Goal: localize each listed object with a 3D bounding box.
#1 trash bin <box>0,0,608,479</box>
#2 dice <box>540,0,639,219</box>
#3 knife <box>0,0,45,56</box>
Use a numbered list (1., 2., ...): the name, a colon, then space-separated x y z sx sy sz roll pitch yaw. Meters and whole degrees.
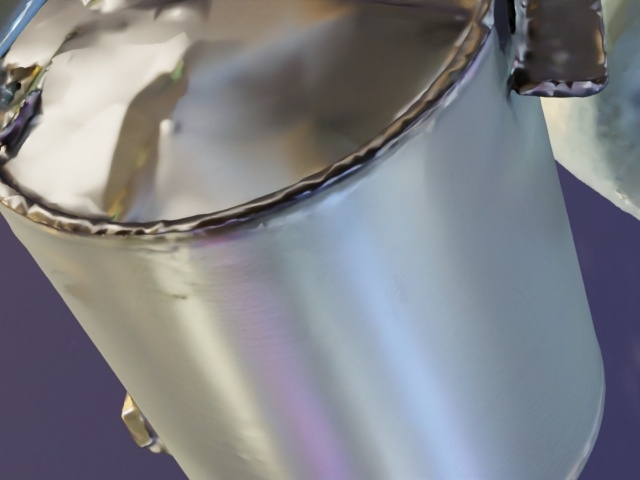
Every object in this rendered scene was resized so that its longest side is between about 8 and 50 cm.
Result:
1. trash bin: 0.000 0.000 0.582 0.277 0.217 0.262 -7 -42 18
2. dice: 0.262 -0.146 0.761 0.265 0.268 0.262 26 -64 -12
3. knife: -0.124 -0.001 0.338 0.044 0.019 0.313 37 -65 -8
